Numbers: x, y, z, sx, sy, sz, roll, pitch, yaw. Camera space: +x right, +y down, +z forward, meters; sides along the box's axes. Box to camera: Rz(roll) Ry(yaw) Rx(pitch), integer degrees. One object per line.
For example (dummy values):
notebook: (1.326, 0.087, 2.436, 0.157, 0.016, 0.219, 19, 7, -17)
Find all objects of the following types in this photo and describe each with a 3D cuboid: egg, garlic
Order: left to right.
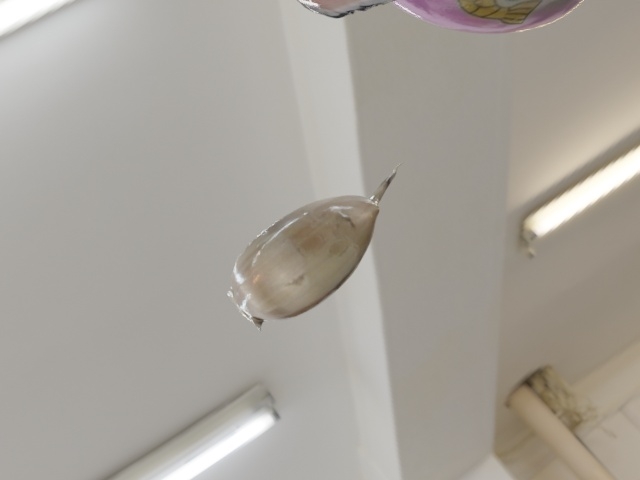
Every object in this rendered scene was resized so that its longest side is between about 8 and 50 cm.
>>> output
garlic: (0.005, -0.001, 1.167, 0.266, 0.148, 0.128, -32, -52, -1)
egg: (0.165, -0.307, 1.036, 0.271, 0.196, 0.196, -10, -39, -8)

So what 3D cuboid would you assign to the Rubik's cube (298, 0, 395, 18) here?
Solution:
Rubik's cube: (0.033, -0.316, 0.393, 0.318, 0.313, 0.316, 34, -104, -27)
